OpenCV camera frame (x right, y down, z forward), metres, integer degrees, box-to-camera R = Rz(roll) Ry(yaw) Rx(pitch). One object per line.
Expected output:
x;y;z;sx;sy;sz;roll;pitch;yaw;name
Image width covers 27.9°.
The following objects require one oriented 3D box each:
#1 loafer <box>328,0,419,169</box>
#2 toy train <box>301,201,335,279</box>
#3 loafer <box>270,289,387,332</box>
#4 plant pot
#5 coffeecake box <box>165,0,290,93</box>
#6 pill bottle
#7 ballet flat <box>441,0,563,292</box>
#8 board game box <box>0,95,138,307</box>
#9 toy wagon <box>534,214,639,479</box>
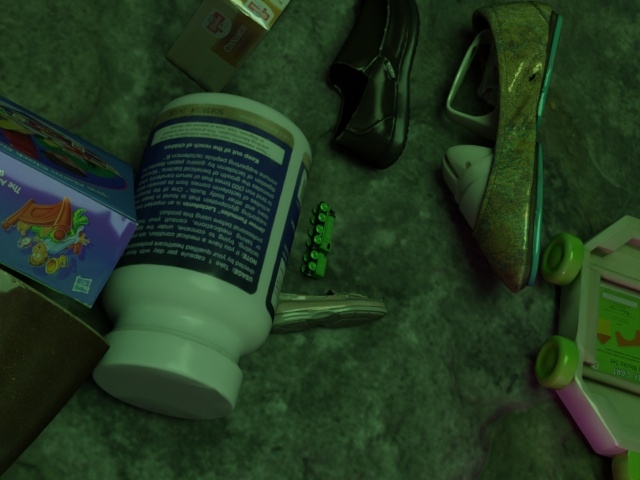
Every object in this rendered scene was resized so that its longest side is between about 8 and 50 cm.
0.051;-0.185;1.342;0.078;0.080;0.220;12;66;-23;loafer
0.000;0.000;1.281;0.024;0.017;0.083;26;60;-27;toy train
0.005;0.062;1.245;0.125;0.045;0.039;-4;66;-25;loafer
-0.311;0.127;0.979;0.215;0.215;0.230;32;75;-13;plant pot
-0.059;-0.253;1.277;0.068;0.142;0.185;38;59;-9;coffeecake box
-0.106;0.015;1.141;0.153;0.153;0.264;23;61;-18;pill bottle
0.186;-0.108;1.373;0.123;0.123;0.348;19;63;-19;ballet flat
-0.318;-0.087;1.029;0.347;0.233;0.078;28;98;-14;board game box
0.350;0.145;1.372;0.267;0.068;0.344;18;64;-19;toy wagon
